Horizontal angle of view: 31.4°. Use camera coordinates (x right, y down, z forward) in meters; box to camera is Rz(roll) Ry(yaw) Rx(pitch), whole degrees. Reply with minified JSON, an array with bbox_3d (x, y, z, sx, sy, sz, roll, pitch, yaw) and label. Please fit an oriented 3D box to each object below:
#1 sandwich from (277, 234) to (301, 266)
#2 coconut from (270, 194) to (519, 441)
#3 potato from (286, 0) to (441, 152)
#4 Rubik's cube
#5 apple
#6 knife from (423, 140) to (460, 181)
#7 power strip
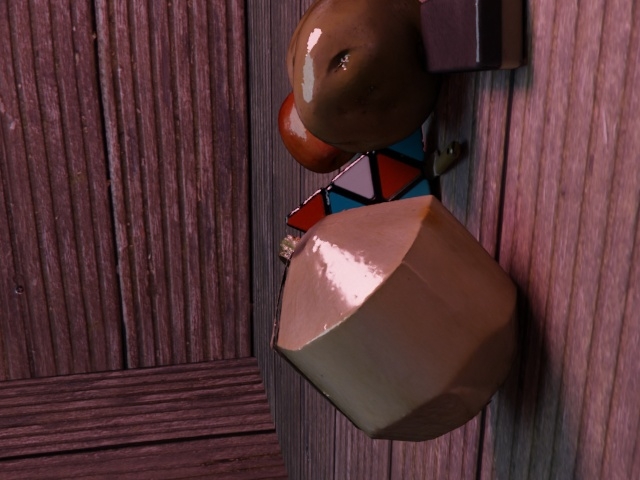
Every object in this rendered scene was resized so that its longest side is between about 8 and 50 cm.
[{"bbox_3d":[0.003,0.004,2.481,0.185,0.109,0.160,34,-105,-62],"label":"sandwich"},{"bbox_3d":[0.092,0.094,1.467,0.323,0.323,0.323,175,90,-80],"label":"coconut"},{"bbox_3d":[0.068,-0.262,1.690,0.243,0.221,0.326,60,-161,-14],"label":"potato"},{"bbox_3d":[0.105,-0.005,1.817,0.234,0.250,0.284,57,160,20],"label":"Rubik's cube"},{"bbox_3d":[0.008,-0.233,2.242,0.168,0.181,0.181,57,160,18],"label":"apple"},{"bbox_3d":[0.178,-0.118,1.764,0.298,0.017,0.047,120,144,-80],"label":"knife"},{"bbox_3d":[0.192,-0.271,1.478,0.256,0.070,0.105,-152,60,-76],"label":"power strip"}]
